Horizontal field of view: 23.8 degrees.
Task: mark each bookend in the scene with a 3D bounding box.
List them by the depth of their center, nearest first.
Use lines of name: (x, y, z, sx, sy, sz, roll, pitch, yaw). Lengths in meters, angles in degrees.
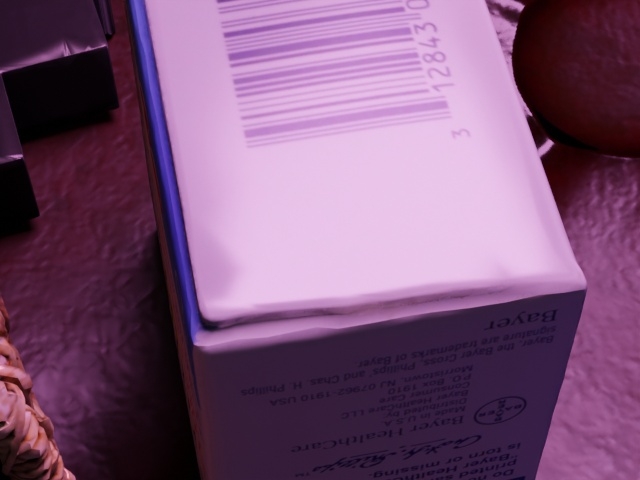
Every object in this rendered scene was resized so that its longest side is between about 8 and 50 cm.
bookend: (-0.184, -0.078, 0.903, 0.157, 0.072, 0.156, -16, 58, -10)

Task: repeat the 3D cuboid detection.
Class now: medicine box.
medicine box: (0.000, 0.000, 0.715, 0.149, 0.289, 0.264, -9, 56, -7)

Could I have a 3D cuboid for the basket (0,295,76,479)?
basket: (-0.224, 0.096, 0.650, 0.213, 0.299, 0.223, -22, 58, -13)
